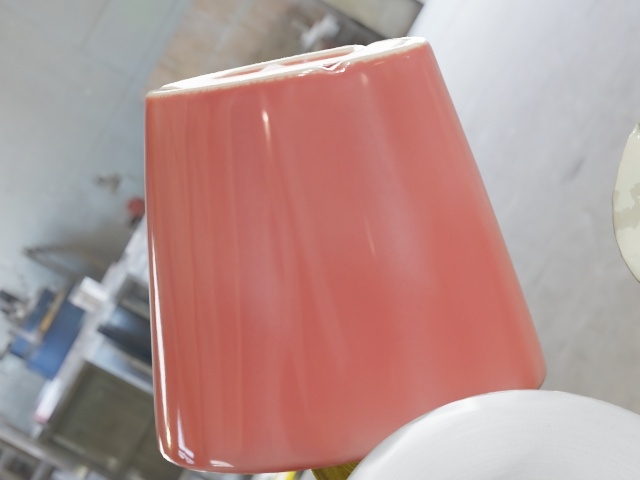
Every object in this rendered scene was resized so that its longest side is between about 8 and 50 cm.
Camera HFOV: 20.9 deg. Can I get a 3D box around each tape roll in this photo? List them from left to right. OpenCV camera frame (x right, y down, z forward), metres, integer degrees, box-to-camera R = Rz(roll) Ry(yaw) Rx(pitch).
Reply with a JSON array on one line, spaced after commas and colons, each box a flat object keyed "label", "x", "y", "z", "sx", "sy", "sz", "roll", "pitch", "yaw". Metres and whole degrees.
[{"label": "tape roll", "x": 0.101, "y": 0.183, "z": 0.817, "sx": 0.072, "sy": 0.219, "sz": 0.219, "roll": 96, "pitch": -164, "yaw": -59}]

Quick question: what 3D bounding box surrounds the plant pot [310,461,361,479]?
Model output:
[{"label": "plant pot", "x": 0.040, "y": 0.128, "z": 1.163, "sx": 0.134, "sy": 0.134, "sz": 0.095, "roll": -56, "pitch": -8, "yaw": 29}]

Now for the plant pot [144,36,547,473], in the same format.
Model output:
[{"label": "plant pot", "x": 0.000, "y": 0.000, "z": 1.169, "sx": 0.275, "sy": 0.275, "sz": 0.243, "roll": -124, "pitch": 23, "yaw": -80}]

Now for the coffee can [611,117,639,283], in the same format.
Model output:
[{"label": "coffee can", "x": 0.310, "y": 0.026, "z": 0.924, "sx": 0.201, "sy": 0.275, "sz": 0.201, "roll": -27, "pitch": 42, "yaw": 27}]
